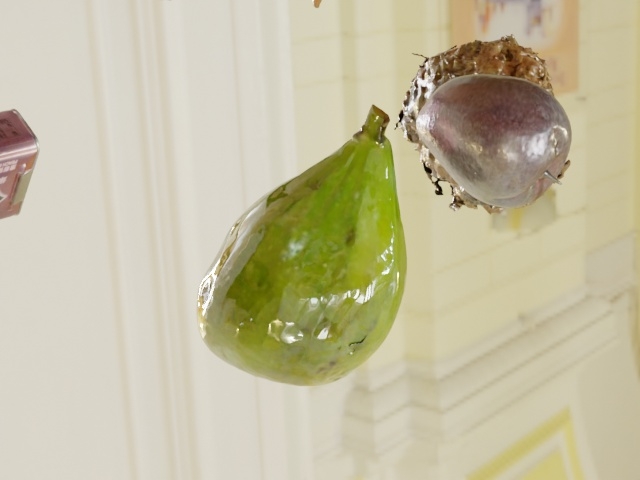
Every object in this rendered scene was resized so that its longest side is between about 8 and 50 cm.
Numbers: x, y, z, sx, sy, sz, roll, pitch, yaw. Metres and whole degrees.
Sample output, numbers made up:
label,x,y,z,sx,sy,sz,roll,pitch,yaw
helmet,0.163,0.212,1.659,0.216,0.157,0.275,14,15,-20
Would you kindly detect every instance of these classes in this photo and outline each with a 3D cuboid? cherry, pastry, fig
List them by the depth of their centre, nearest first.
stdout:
label,x,y,z,sx,sy,sz,roll,pitch,yaw
cherry,0.199,-0.116,1.303,0.176,0.140,0.176,38,-178,-1
fig,0.006,0.030,1.327,0.314,0.233,0.233,-43,170,32
pastry,0.234,-0.164,1.576,0.275,0.275,0.193,11,-135,44

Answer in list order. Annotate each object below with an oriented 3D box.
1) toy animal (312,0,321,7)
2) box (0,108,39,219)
label,x,y,z,sx,sy,sz,roll,pitch,yaw
toy animal,-0.097,-0.380,1.454,0.302,0.225,0.284,16,-172,-29
box,-0.386,-0.050,1.102,0.224,0.120,0.069,-22,-117,-40
